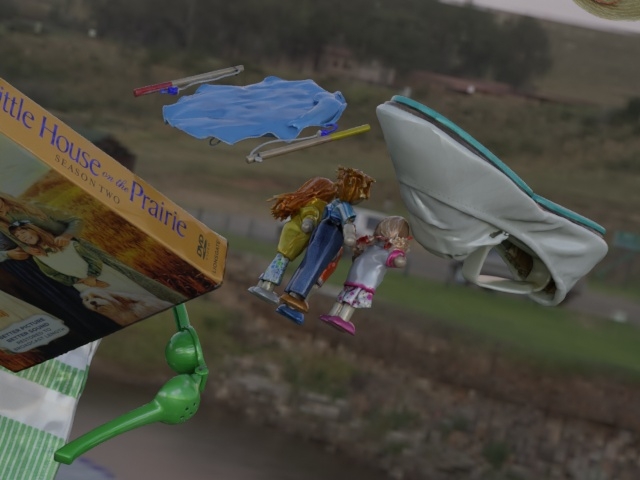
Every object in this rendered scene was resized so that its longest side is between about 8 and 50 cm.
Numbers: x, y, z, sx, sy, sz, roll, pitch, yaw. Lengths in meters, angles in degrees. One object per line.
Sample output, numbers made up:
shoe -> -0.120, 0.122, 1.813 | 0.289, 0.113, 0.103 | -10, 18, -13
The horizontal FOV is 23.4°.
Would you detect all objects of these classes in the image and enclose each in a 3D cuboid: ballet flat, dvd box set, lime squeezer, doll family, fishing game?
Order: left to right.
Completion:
dvd box set -> -0.337, -0.028, 1.454 | 0.307, 0.062, 0.420 | -22, -43, 31
lime squeezer -> -0.168, 0.133, 1.607 | 0.110, 0.059, 0.310 | 5, 41, 13
fishing game -> -0.066, -0.126, 1.564 | 0.189, 0.041, 0.264 | -19, 28, -31
doll family -> 0.000, 0.000, 1.683 | 0.118, 0.163, 0.263 | 32, -9, -18
ballet flat -> 0.177, -0.021, 1.650 | 0.139, 0.139, 0.400 | 13, -10, 42

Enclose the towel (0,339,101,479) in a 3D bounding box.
towel -> -0.377, 0.152, 1.758 | 0.248, 0.325, 0.038 | 24, -13, -29

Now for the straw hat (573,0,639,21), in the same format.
straw hat -> 0.258, -0.237, 1.320 | 0.144, 0.144, 0.061 | 13, -18, 3
